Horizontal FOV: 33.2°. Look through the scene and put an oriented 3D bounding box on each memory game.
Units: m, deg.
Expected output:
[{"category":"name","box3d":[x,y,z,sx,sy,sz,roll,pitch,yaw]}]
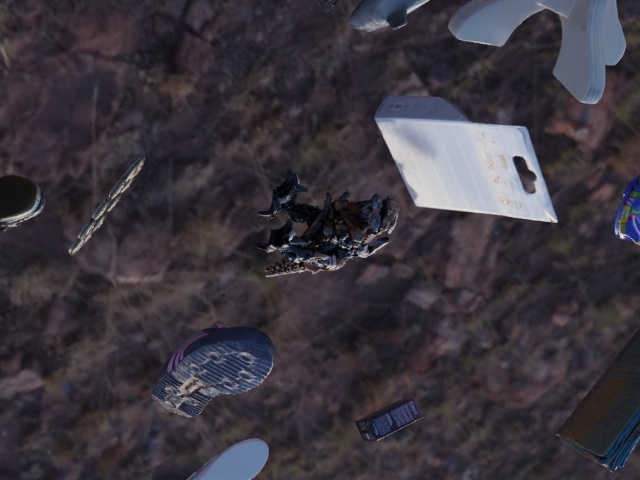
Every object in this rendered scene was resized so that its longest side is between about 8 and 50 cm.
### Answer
[{"category":"memory game","box3d":[-0.318,-0.052,1.605,0.186,0.012,0.186,-52,-173,9]}]

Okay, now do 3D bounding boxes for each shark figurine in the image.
[{"category":"shark figurine","box3d":[0.155,-0.422,1.652,0.278,0.166,0.116,-32,108,6]}]

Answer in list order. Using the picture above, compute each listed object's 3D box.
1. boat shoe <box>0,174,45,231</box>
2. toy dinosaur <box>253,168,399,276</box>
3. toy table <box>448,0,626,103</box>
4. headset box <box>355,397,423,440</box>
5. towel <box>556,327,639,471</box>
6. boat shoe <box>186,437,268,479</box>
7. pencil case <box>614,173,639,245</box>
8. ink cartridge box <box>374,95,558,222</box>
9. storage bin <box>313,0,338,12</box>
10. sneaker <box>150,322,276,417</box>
[{"category":"boat shoe","box3d":[-0.523,-0.053,1.767,0.224,0.080,0.073,-8,154,34]},{"category":"toy dinosaur","box3d":[0.000,0.000,2.031,0.218,0.164,0.322,27,117,-31]},{"category":"toy table","box3d":[0.291,-0.292,1.262,0.274,0.252,0.160,10,125,-19]},{"category":"headset box","box3d":[0.097,0.244,1.475,0.083,0.032,0.062,-25,177,-17]},{"category":"towel","box3d":[0.504,0.239,1.731,0.271,0.040,0.370,-50,175,-2]},{"category":"boat shoe","box3d":[-0.157,0.372,1.737,0.066,0.063,0.184,40,106,-17]},{"category":"pencil case","box3d":[0.598,-0.020,1.610,0.119,0.306,0.133,-55,144,-24]},{"category":"ink cartridge box","box3d":[0.210,-0.115,1.497,0.066,0.232,0.189,-62,140,-32]},{"category":"storage bin","box3d":[0.022,-0.442,1.713,0.122,0.084,0.180,-47,-174,4]},{"category":"sneaker","box3d":[-0.155,0.165,1.623,0.112,0.131,0.319,37,144,-17]}]
